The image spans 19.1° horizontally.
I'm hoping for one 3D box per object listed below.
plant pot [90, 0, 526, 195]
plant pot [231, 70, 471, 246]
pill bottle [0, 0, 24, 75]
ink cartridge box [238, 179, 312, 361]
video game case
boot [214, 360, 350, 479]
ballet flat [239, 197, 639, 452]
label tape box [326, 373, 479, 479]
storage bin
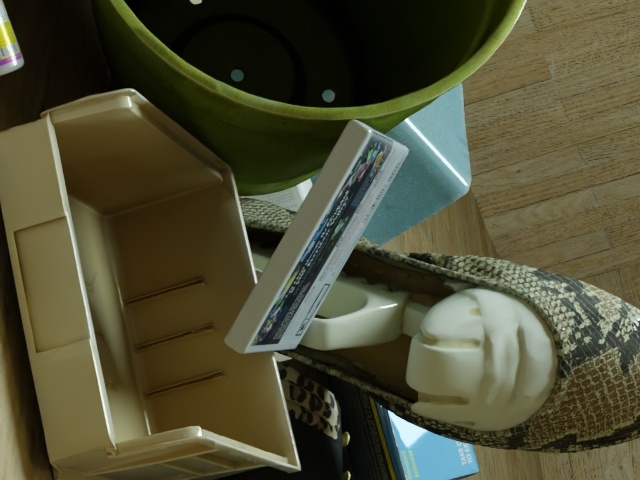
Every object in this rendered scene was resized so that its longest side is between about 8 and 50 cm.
[{"bbox_3d":[-0.042,-0.207,1.621,0.353,0.366,0.366,123,-44,-68],"label":"plant pot"},{"bbox_3d":[-0.017,-0.139,2.014,0.252,0.247,0.248,48,22,-24],"label":"plant pot"},{"bbox_3d":[-0.249,-0.159,1.383,0.043,0.043,0.083,-60,132,-75],"label":"pill bottle"},{"bbox_3d":[-0.045,0.020,1.927,0.067,0.115,0.198,-84,156,-65],"label":"ink cartridge box"},{"bbox_3d":[0.000,0.000,1.462,0.022,0.190,0.173,31,4,11],"label":"video game case"},{"bbox_3d":[-0.004,0.295,1.684,0.377,0.138,0.284,48,26,-46],"label":"boot"},{"bbox_3d":[0.057,0.076,1.620,0.182,0.483,0.164,-4,109,-62],"label":"ballet flat"},{"bbox_3d":[0.087,0.161,2.110,0.333,0.106,0.240,126,-50,-77],"label":"label tape box"},{"bbox_3d":[-0.133,0.050,1.437,0.260,0.123,0.262,40,36,-71],"label":"storage bin"}]
